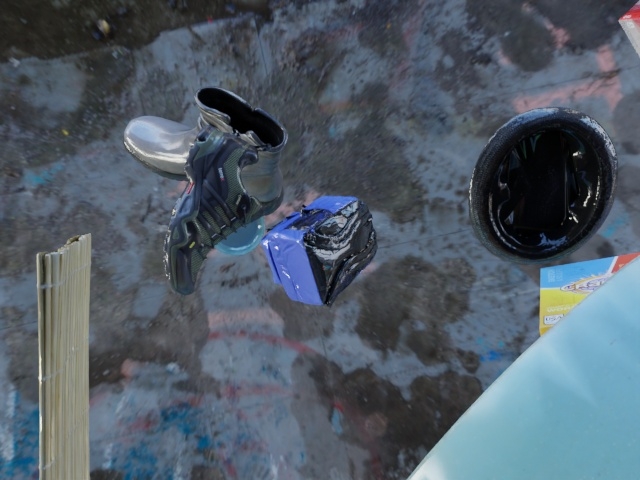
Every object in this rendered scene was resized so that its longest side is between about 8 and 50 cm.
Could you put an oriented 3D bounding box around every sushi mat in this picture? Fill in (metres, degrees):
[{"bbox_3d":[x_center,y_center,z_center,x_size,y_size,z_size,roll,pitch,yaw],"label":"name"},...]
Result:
[{"bbox_3d":[-0.201,0.156,0.677,0.019,0.151,0.317,1,97,-6],"label":"sushi mat"}]

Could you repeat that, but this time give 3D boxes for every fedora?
[{"bbox_3d":[0.434,-0.124,1.721,0.334,0.152,0.334,-2,115,-4],"label":"fedora"}]

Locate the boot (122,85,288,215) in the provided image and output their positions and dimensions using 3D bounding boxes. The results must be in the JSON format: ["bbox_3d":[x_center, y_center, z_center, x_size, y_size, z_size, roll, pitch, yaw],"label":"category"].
[{"bbox_3d":[-0.204,-0.193,1.489,0.338,0.223,0.118,22,59,11],"label":"boot"}]

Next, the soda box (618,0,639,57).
[{"bbox_3d":[0.562,-0.255,1.276,0.083,0.092,0.263,-43,112,-9],"label":"soda box"}]

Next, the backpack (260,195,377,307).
[{"bbox_3d":[0.000,0.000,0.960,0.120,0.101,0.098,-37,126,-36],"label":"backpack"}]

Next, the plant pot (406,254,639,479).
[{"bbox_3d":[0.196,0.169,0.394,0.293,0.293,0.235,-43,61,-3],"label":"plant pot"}]

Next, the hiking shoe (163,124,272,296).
[{"bbox_3d":[-0.134,-0.030,1.103,0.114,0.086,0.227,14,94,-5],"label":"hiking shoe"}]

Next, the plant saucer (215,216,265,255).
[{"bbox_3d":[-0.172,-0.029,1.709,0.119,0.021,0.119,-1,95,-11],"label":"plant saucer"}]

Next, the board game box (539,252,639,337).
[{"bbox_3d":[0.519,0.109,1.521,0.242,0.316,0.064,-11,104,17],"label":"board game box"}]
